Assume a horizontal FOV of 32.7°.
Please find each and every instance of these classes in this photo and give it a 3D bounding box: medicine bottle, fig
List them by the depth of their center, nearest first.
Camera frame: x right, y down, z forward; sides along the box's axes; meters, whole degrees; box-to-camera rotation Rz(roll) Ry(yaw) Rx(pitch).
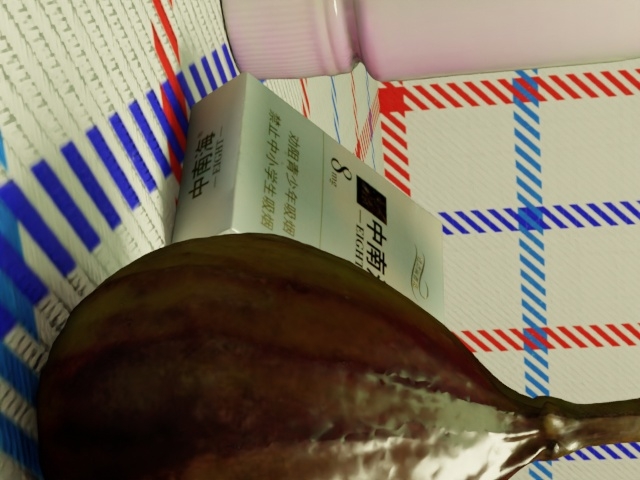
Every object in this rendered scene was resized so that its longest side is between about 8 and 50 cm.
[{"bbox_3d":[0.033,0.086,0.543,0.217,0.321,0.216,-8,90,-84],"label":"fig"},{"bbox_3d":[0.111,-0.260,1.015,0.219,0.389,0.219,-5,90,-82],"label":"medicine bottle"}]

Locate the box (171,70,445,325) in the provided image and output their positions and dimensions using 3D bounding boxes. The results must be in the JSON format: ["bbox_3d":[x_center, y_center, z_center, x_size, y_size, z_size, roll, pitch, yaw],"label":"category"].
[{"bbox_3d":[0.000,0.000,0.841,0.243,0.067,0.155,36,44,-35],"label":"box"}]
